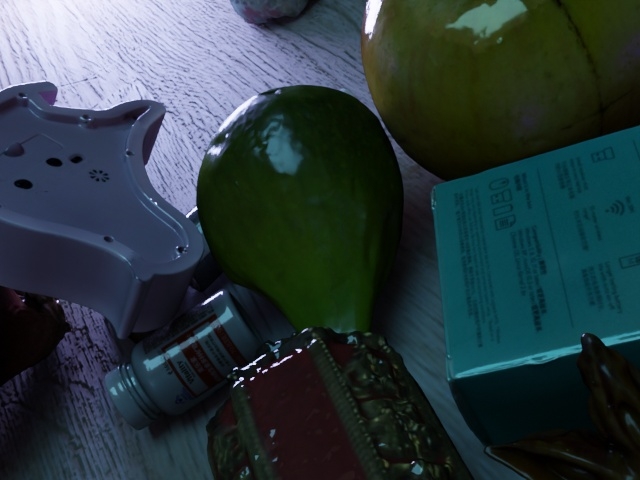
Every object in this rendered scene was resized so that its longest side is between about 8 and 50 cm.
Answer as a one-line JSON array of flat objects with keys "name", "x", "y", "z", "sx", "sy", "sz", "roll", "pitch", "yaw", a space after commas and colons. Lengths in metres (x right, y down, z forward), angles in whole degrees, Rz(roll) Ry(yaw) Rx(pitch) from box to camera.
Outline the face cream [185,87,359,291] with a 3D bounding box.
[{"name": "face cream", "x": -0.059, "y": -0.065, "z": 0.943, "sx": 0.283, "sy": 0.073, "sz": 0.073, "roll": -46, "pitch": 42, "yaw": -17}]

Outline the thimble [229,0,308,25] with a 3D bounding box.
[{"name": "thimble", "x": -0.074, "y": -0.433, "z": 1.275, "sx": 0.185, "sy": 0.149, "sz": 0.211, "roll": -17, "pitch": 41, "yaw": 14}]

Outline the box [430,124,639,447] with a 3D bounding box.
[{"name": "box", "x": 0.247, "y": 0.021, "z": 0.627, "sx": 0.311, "sy": 0.118, "sz": 0.205, "roll": -17, "pitch": 44, "yaw": 17}]

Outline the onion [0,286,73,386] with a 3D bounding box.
[{"name": "onion", "x": -0.464, "y": 0.095, "z": 0.856, "sx": 0.353, "sy": 0.354, "sz": 0.354, "roll": -17, "pitch": 42, "yaw": 16}]

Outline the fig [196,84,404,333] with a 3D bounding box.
[{"name": "fig", "x": 0.000, "y": 0.000, "z": 0.777, "sx": 0.206, "sy": 0.206, "sz": 0.275, "roll": -26, "pitch": 54, "yaw": 6}]

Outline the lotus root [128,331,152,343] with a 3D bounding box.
[{"name": "lotus root", "x": -0.225, "y": 0.023, "z": 0.934, "sx": 0.095, "sy": 0.135, "sz": 0.159, "roll": -16, "pitch": 29, "yaw": 19}]

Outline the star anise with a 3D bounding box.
[{"name": "star anise", "x": 0.207, "y": 0.160, "z": 0.517, "sx": 0.212, "sy": 0.111, "sz": 0.196, "roll": 29, "pitch": 85, "yaw": 14}]

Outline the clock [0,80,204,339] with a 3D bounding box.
[{"name": "clock", "x": -0.222, "y": -0.050, "z": 0.834, "sx": 0.275, "sy": 0.080, "sz": 0.290, "roll": 28, "pitch": 34, "yaw": 3}]

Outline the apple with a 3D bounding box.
[{"name": "apple", "x": 0.177, "y": -0.174, "z": 0.778, "sx": 0.286, "sy": 0.233, "sz": 0.286, "roll": -12, "pitch": 50, "yaw": 14}]

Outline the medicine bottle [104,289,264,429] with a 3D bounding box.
[{"name": "medicine bottle", "x": -0.126, "y": 0.113, "z": 0.796, "sx": 0.140, "sy": 0.079, "sz": 0.079, "roll": -32, "pitch": 40, "yaw": -2}]

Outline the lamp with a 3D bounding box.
[{"name": "lamp", "x": 0.022, "y": 0.182, "z": 0.571, "sx": 0.177, "sy": 0.177, "sz": 0.274, "roll": -30, "pitch": 42, "yaw": 1}]
